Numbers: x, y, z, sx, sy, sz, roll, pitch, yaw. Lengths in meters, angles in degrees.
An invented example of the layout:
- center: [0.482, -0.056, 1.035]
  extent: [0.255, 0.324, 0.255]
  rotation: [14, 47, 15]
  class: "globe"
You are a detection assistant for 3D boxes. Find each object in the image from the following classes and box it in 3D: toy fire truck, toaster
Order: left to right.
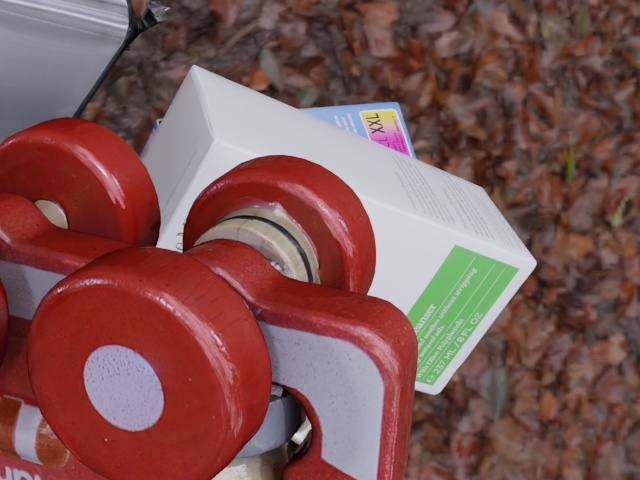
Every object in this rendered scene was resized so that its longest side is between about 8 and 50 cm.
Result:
- center: [-0.217, -0.161, 0.671]
  extent: [0.110, 0.185, 0.168]
  rotation: [2, 53, -46]
  class: "toaster"
- center: [-0.104, 0.089, 0.492]
  extent: [0.169, 0.302, 0.254]
  rotation: [-45, 143, -60]
  class: "toy fire truck"

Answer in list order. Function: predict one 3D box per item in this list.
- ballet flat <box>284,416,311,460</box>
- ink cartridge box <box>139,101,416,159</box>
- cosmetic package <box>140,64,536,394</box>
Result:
- center: [-0.019, 0.233, 1.097]
  extent: [0.106, 0.107, 0.316]
  rotation: [14, 76, -34]
  class: "ballet flat"
- center: [-0.100, -0.041, 1.251]
  extent: [0.395, 0.270, 0.151]
  rotation: [-10, 71, -29]
  class: "ink cartridge box"
- center: [0.000, 0.000, 0.967]
  extent: [0.365, 0.155, 0.197]
  rotation: [17, 118, -28]
  class: "cosmetic package"
